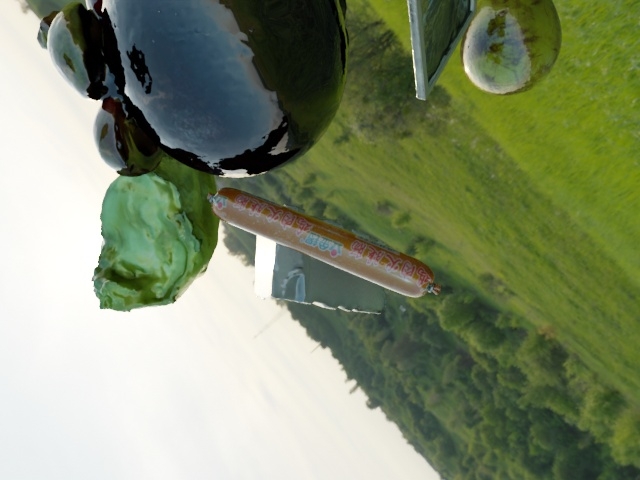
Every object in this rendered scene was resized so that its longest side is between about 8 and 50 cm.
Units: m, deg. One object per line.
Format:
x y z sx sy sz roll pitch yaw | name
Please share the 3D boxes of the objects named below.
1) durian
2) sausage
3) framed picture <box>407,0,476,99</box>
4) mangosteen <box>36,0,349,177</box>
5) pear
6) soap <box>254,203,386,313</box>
-0.287 -0.043 0.919 0.204 0.256 0.340 10 -155 4 | durian
0.000 0.000 0.666 0.347 0.053 0.053 22 169 7 | sausage
0.205 -0.425 0.799 0.020 0.241 0.324 24 162 24 | framed picture
-0.173 -0.269 0.691 0.382 0.434 0.383 164 90 -82 | mangosteen
0.507 -0.537 1.313 0.284 0.283 0.283 47 173 8 | pear
0.031 0.046 0.883 0.301 0.159 0.257 8 171 -14 | soap
